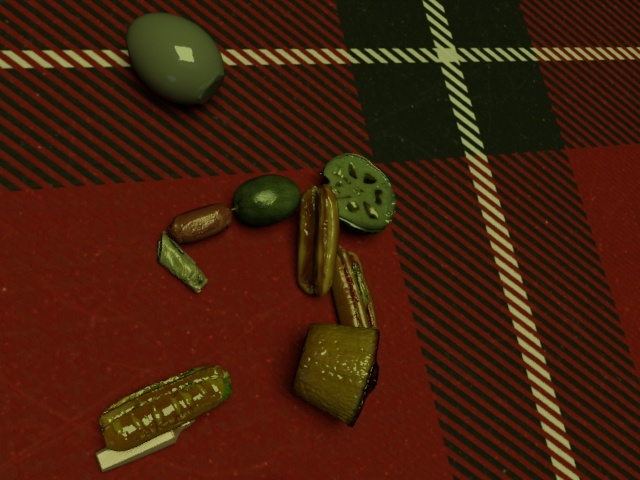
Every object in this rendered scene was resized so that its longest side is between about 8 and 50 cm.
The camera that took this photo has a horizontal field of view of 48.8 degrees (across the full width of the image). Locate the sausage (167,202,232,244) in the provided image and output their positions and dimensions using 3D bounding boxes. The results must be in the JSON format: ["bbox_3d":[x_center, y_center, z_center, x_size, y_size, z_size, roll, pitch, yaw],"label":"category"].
[{"bbox_3d":[-0.259,-0.036,1.515,0.141,0.076,0.076,-20,81,-26],"label":"sausage"}]

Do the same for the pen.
[{"bbox_3d":[-0.335,0.388,1.370,0.197,0.032,0.053,-19,79,-22],"label":"pen"}]

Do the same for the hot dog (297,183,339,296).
[{"bbox_3d":[0.000,0.000,1.561,0.068,0.100,0.250,-3,98,-49],"label":"hot dog"}]

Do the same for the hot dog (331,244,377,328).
[{"bbox_3d":[0.072,0.122,1.595,0.092,0.062,0.236,-12,76,-20],"label":"hot dog"}]

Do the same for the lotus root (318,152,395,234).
[{"bbox_3d":[0.076,-0.099,1.662,0.203,0.078,0.183,41,59,-3],"label":"lotus root"}]

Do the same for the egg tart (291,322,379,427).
[{"bbox_3d":[0.036,0.270,1.465,0.170,0.215,0.215,15,67,0],"label":"egg tart"}]

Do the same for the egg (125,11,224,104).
[{"bbox_3d":[-0.324,-0.404,1.555,0.232,0.176,0.176,36,64,-4],"label":"egg"}]

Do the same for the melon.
[{"bbox_3d":[-0.123,-0.087,1.562,0.167,0.114,0.114,-19,80,-27],"label":"melon"}]

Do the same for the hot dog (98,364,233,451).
[{"bbox_3d":[-0.299,0.316,1.372,0.269,0.115,0.072,-24,116,-28],"label":"hot dog"}]

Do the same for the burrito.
[{"bbox_3d":[-0.299,0.049,1.490,0.149,0.041,0.055,46,62,0],"label":"burrito"}]
